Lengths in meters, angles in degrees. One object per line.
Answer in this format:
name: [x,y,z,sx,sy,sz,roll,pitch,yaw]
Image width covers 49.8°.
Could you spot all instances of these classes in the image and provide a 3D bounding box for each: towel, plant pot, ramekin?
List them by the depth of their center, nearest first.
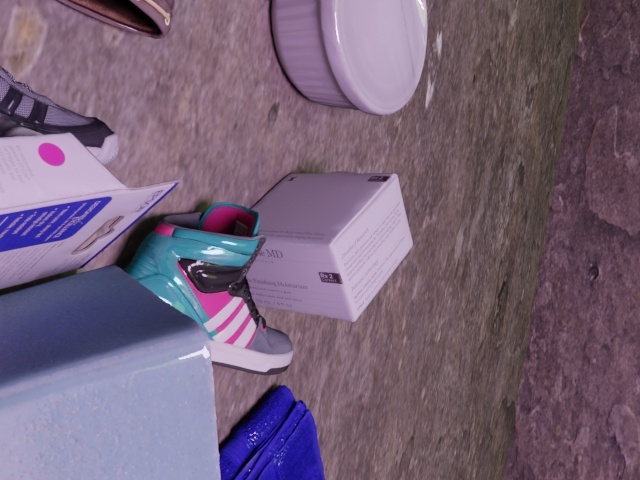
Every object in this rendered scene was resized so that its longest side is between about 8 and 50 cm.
plant pot: [-0.239,0.177,0.531,0.252,0.247,0.247,-9,104,-31]
towel: [-0.096,0.376,0.930,0.308,0.076,0.228,-42,128,-46]
ramekin: [0.042,-0.314,0.988,0.272,0.127,0.273,-12,105,-55]

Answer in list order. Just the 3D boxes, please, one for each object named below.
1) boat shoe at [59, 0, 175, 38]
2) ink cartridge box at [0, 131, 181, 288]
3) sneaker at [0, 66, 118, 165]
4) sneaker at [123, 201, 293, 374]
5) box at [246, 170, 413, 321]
boat shoe: [-0.238,-0.252,0.581,0.324,0.116,0.097,-4,95,-63]
ink cartridge box: [-0.288,0.000,0.481,0.371,0.175,0.069,-15,75,-54]
sneaker: [-0.272,-0.137,0.552,0.268,0.101,0.153,-2,99,-54]
sneaker: [-0.108,0.050,0.821,0.295,0.123,0.179,28,84,-54]
box: [0.000,0.000,0.921,0.182,0.180,0.119,-46,129,-42]
